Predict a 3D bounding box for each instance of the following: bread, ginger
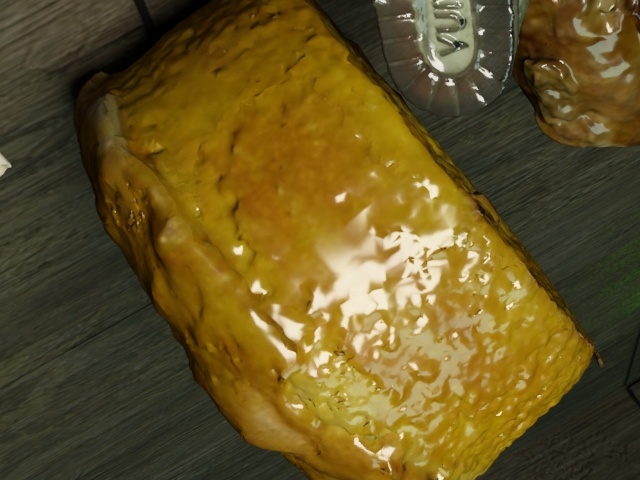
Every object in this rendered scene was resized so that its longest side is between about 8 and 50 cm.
[{"bbox_3d":[0.000,0.000,0.986,0.215,0.398,0.398,-39,156,7],"label":"bread"},{"bbox_3d":[0.237,-0.160,1.189,0.165,0.172,0.321,1,172,26],"label":"ginger"}]

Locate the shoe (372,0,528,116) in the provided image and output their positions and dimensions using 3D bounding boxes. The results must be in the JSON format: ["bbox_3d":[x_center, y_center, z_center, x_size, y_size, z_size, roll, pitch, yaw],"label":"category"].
[{"bbox_3d":[0.076,-0.234,0.889,0.109,0.149,0.293,0,118,10],"label":"shoe"}]

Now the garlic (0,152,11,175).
[{"bbox_3d":[-0.224,-0.100,0.687,0.218,0.212,0.218,-32,159,-14],"label":"garlic"}]
